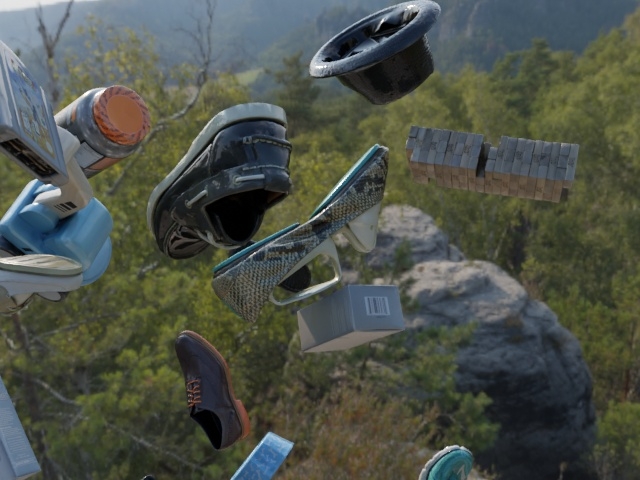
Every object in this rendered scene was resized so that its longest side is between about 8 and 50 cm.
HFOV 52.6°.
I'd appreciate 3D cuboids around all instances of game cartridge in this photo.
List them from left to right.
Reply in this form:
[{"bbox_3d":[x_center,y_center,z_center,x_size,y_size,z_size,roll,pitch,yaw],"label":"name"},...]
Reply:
[{"bbox_3d":[-0.526,-0.226,1.122,0.062,0.198,0.297,-13,-11,-4],"label":"game cartridge"}]

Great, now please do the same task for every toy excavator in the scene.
[{"bbox_3d":[-0.634,-0.071,1.592,0.445,0.433,0.222,-12,44,34],"label":"toy excavator"}]

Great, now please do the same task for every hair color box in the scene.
[{"bbox_3d":[-0.925,0.499,1.733,0.185,0.374,0.113,-32,-13,4],"label":"hair color box"}]

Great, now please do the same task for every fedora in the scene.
[{"bbox_3d":[0.138,-0.402,1.460,0.334,0.152,0.334,-26,27,14],"label":"fedora"}]

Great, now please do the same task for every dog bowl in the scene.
[{"bbox_3d":[-0.172,0.610,1.713,0.074,0.297,0.166,38,44,5],"label":"dog bowl"}]

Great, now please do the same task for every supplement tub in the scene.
[{"bbox_3d":[-0.610,-0.287,1.744,0.316,0.193,0.194,-17,6,38],"label":"supplement tub"}]

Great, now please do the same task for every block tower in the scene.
[{"bbox_3d":[0.347,-0.158,1.339,0.336,0.090,0.097,10,-23,18],"label":"block tower"}]

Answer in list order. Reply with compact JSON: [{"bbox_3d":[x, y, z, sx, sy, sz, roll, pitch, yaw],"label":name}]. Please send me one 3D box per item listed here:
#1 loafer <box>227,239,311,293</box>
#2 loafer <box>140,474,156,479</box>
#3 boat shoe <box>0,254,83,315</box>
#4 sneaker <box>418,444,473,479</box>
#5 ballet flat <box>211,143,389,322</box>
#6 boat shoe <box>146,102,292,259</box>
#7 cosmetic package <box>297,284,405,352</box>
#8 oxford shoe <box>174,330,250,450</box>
[{"bbox_3d":[-0.116,0.053,1.468,0.220,0.080,0.078,32,-14,-29],"label":"loafer"},{"bbox_3d":[-0.585,0.806,2.012,0.170,0.062,0.061,-37,0,-42],"label":"loafer"},{"bbox_3d":[-0.551,0.079,1.148,0.302,0.103,0.113,2,5,20],"label":"boat shoe"},{"bbox_3d":[0.272,0.594,1.466,0.107,0.275,0.110,24,8,-15],"label":"sneaker"},{"bbox_3d":[0.000,0.000,1.367,0.483,0.182,0.164,-39,1,-15],"label":"ballet flat"},{"bbox_3d":[-0.094,-0.026,0.568,0.084,0.079,0.233,-8,-18,-34],"label":"boat shoe"},{"bbox_3d":[0.058,0.168,1.373,0.127,0.107,0.238,2,-22,-27],"label":"cosmetic package"},{"bbox_3d":[-0.249,0.323,1.402,0.097,0.271,0.098,-35,-7,29],"label":"oxford shoe"}]
